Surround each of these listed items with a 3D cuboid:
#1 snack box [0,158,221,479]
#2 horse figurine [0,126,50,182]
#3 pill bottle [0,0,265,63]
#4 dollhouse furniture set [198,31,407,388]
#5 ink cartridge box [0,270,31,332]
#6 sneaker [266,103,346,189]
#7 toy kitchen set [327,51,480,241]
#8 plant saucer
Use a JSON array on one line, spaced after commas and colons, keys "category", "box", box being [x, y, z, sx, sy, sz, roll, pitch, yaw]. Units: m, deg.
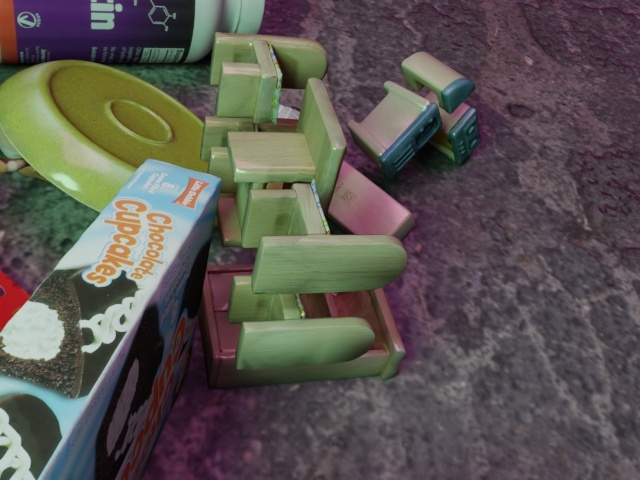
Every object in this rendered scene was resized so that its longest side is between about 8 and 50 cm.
[{"category": "snack box", "box": [-0.135, 0.106, 0.403, 0.060, 0.187, 0.322, 16, 32, 0]}, {"category": "horse figurine", "box": [-0.297, -0.097, 0.671, 0.263, 0.066, 0.174, 27, 20, 22]}, {"category": "pill bottle", "box": [-0.234, -0.295, 0.823, 0.322, 0.182, 0.182, -6, 48, -21]}, {"category": "dollhouse furniture set", "box": [0.000, 0.000, 0.553, 0.160, 0.242, 0.212, -1, 47, -18]}, {"category": "ink cartridge box", "box": [-0.266, 0.023, 0.472, 0.181, 0.056, 0.225, 43, 14, -5]}, {"category": "sneaker", "box": [-0.060, -0.094, 0.730, 0.081, 0.094, 0.208, 37, 0, -30]}, {"category": "toy kitchen set", "box": [0.101, -0.072, 0.788, 0.122, 0.166, 0.207, 41, 86, 24]}, {"category": "plant saucer", "box": [-0.176, -0.099, 0.677, 0.240, 0.037, 0.241, 30, 27, -17]}]
